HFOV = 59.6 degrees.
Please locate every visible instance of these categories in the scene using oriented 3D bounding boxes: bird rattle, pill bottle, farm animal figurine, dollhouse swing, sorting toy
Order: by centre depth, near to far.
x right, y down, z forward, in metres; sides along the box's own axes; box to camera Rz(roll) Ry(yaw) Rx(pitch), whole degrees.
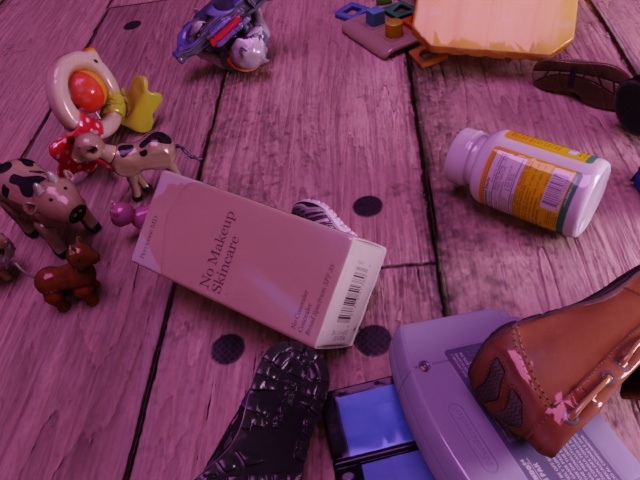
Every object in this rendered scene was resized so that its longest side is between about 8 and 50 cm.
[{"bbox_3d":[0.293,-0.093,0.814,0.208,0.117,0.117,26,59,30],"label":"pill bottle"},{"bbox_3d":[0.590,-0.245,0.880,0.219,0.122,0.122,-22,48,-5],"label":"pill bottle"},{"bbox_3d":[-0.406,-0.071,0.903,0.327,0.172,0.330,9,52,19],"label":"farm animal figurine"},{"bbox_3d":[-0.441,-0.248,1.060,0.143,0.206,0.253,-3,37,34],"label":"bird rattle"},{"bbox_3d":[0.357,-0.502,1.164,0.347,0.315,0.304,8,95,10],"label":"dollhouse swing"},{"bbox_3d":[0.170,-0.487,1.233,0.196,0.047,0.347,-29,50,-14],"label":"sorting toy"}]

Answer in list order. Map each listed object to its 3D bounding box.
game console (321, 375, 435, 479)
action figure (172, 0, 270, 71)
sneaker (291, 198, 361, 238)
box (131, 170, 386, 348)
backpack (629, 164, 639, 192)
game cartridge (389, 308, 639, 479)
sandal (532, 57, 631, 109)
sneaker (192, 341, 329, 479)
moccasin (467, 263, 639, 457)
[{"bbox_3d":[0.078,0.214,0.604,0.144,0.085,0.124,-14,12,0],"label":"game console"},{"bbox_3d":[-0.156,-0.504,1.238,0.341,0.178,0.330,-29,50,19],"label":"action figure"},{"bbox_3d":[0.000,0.000,0.828,0.075,0.063,0.170,-31,55,-23],"label":"sneaker"},{"bbox_3d":[-0.088,0.021,0.756,0.311,0.121,0.147,19,91,27],"label":"box"},{"bbox_3d":[0.514,-0.104,0.774,0.098,0.120,0.101,-16,48,-3],"label":"backpack"},{"bbox_3d":[0.198,0.199,0.574,0.196,0.060,0.294,-2,42,-27],"label":"game cartridge"},{"bbox_3d":[0.468,-0.286,0.989,0.180,0.072,0.049,29,39,36],"label":"sandal"},{"bbox_3d":[-0.076,0.252,0.588,0.107,0.124,0.283,30,48,1],"label":"sneaker"},{"bbox_3d":[0.338,0.110,0.579,0.380,0.139,0.147,-12,47,-30],"label":"moccasin"}]
